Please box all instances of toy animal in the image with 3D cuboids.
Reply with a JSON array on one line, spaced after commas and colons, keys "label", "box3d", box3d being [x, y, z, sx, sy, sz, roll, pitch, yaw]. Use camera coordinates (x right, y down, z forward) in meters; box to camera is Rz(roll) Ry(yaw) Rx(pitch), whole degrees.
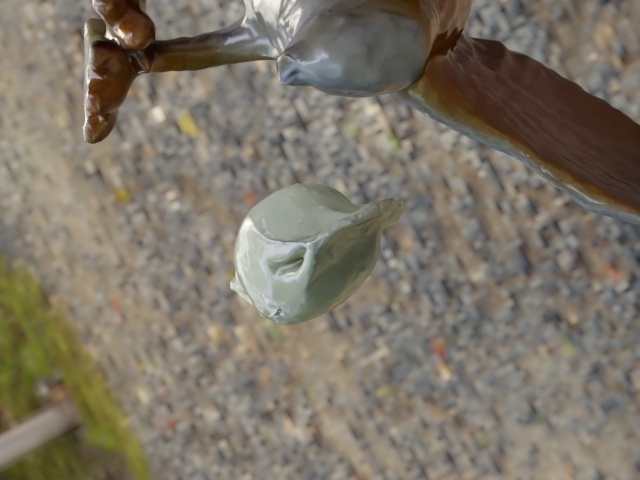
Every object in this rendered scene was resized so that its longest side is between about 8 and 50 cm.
[{"label": "toy animal", "box3d": [0.038, -0.123, 0.741, 0.284, 0.302, 0.225, -143, 40, -66]}]

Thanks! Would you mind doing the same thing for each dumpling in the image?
[{"label": "dumpling", "box3d": [0.001, 0.001, 0.649, 0.043, 0.059, 0.077, 47, 151, 17]}]
